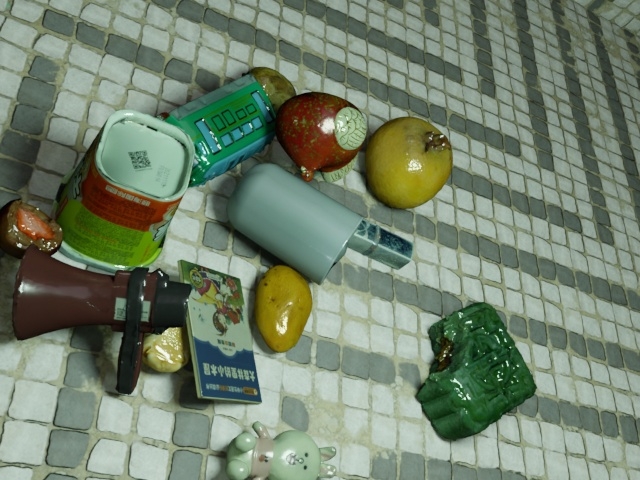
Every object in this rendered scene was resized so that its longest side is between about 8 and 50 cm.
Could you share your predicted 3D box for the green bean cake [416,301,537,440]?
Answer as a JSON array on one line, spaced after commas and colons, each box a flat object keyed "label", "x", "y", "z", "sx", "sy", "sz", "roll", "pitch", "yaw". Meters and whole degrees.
[{"label": "green bean cake", "x": 0.397, "y": 0.344, "z": 1.939, "sx": 0.308, "sy": 0.169, "sz": 0.300, "roll": -20, "pitch": 75, "yaw": -37}]

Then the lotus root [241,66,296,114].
[{"label": "lotus root", "x": -0.142, "y": -0.428, "z": 2.091, "sx": 0.214, "sy": 0.138, "sz": 0.138, "roll": 9, "pitch": 58, "yaw": -41}]

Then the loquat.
[{"label": "loquat", "x": 0.269, "y": -0.235, "z": 2.143, "sx": 0.275, "sy": 0.275, "sz": 0.274, "roll": 16, "pitch": 56, "yaw": -24}]

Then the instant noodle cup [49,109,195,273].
[{"label": "instant noodle cup", "x": -0.427, "y": -0.113, "z": 1.592, "sx": 0.294, "sy": 0.308, "sz": 0.293, "roll": 15, "pitch": 56, "yaw": -24}]

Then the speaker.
[{"label": "speaker", "x": -0.442, "y": 0.165, "z": 1.450, "sx": 0.330, "sy": 0.198, "sz": 0.259, "roll": 12, "pitch": 76, "yaw": -6}]

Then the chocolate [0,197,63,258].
[{"label": "chocolate", "x": -0.617, "y": -0.014, "z": 1.527, "sx": 0.133, "sy": 0.127, "sz": 0.124, "roll": 45, "pitch": 63, "yaw": 3}]

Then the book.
[{"label": "book", "x": -0.226, "y": 0.211, "z": 1.649, "sx": 0.228, "sy": 0.018, "sz": 0.322, "roll": 24, "pitch": 46, "yaw": -56}]

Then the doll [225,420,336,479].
[{"label": "doll", "x": -0.096, "y": 0.479, "z": 1.587, "sx": 0.275, "sy": 0.113, "sz": 0.154, "roll": 15, "pitch": 65, "yaw": -33}]

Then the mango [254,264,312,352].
[{"label": "mango", "x": -0.089, "y": 0.168, "z": 1.770, "sx": 0.147, "sy": 0.109, "sz": 0.227, "roll": 16, "pitch": 56, "yaw": -27}]

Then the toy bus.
[{"label": "toy bus", "x": -0.274, "y": -0.276, "z": 1.874, "sx": 0.343, "sy": 0.184, "sz": 0.199, "roll": -37, "pitch": 94, "yaw": -40}]

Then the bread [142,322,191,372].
[{"label": "bread", "x": -0.338, "y": 0.210, "z": 1.601, "sx": 0.119, "sy": 0.084, "sz": 0.177, "roll": 30, "pitch": 50, "yaw": -23}]

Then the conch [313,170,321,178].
[{"label": "conch", "x": 0.002, "y": -0.230, "z": 2.072, "sx": 0.137, "sy": 0.234, "sz": 0.114, "roll": -12, "pitch": 89, "yaw": 5}]

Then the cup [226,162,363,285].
[{"label": "cup", "x": -0.071, "y": -0.051, "z": 1.831, "sx": 0.312, "sy": 0.205, "sz": 0.205, "roll": 33, "pitch": 49, "yaw": 4}]

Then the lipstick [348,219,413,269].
[{"label": "lipstick", "x": 0.122, "y": -0.009, "z": 2.034, "sx": 0.290, "sy": 0.076, "sz": 0.077, "roll": 23, "pitch": 55, "yaw": -16}]

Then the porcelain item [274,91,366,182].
[{"label": "porcelain item", "x": -0.007, "y": -0.255, "z": 1.857, "sx": 0.253, "sy": 0.253, "sz": 0.252, "roll": 16, "pitch": 56, "yaw": -24}]
